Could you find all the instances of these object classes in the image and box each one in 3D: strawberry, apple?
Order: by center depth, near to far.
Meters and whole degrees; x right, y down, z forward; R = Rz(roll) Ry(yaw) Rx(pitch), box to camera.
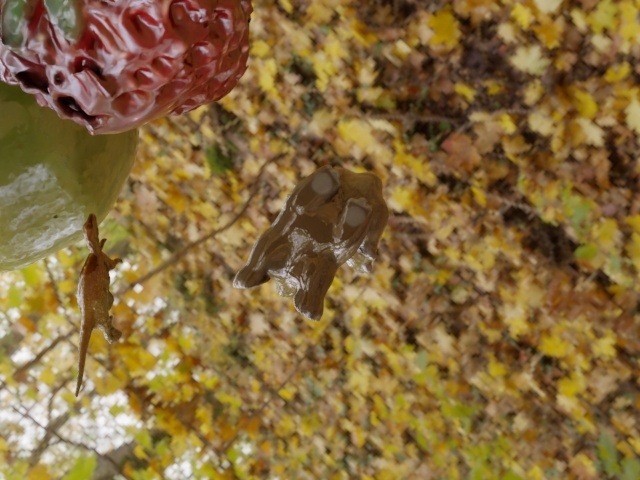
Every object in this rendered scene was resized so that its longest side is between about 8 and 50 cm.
[{"bbox_3d":[-0.180,-0.253,0.943,0.317,0.295,0.345,28,-171,24],"label":"strawberry"},{"bbox_3d":[-0.482,-0.190,1.360,0.473,0.474,0.473,42,-177,-3],"label":"apple"}]

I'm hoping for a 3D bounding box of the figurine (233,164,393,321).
[{"bbox_3d":[0.006,-0.002,1.479,0.177,0.247,0.173,23,176,13],"label":"figurine"}]

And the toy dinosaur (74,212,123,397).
[{"bbox_3d":[-0.251,0.066,1.026,0.162,0.039,0.126,-76,-18,-44],"label":"toy dinosaur"}]
